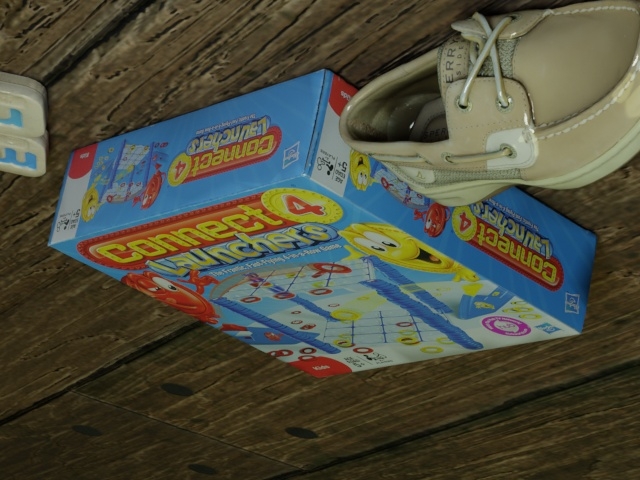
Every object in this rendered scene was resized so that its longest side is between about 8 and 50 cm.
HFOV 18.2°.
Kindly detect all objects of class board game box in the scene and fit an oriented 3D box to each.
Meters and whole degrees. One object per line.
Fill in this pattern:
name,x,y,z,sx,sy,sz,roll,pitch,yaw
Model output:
board game box,0.000,0.000,1.563,0.302,0.086,0.308,28,152,-36

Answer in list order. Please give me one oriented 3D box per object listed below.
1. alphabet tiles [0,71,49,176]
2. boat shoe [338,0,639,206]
alphabet tiles,-0.349,-0.114,1.546,0.284,0.021,0.278,12,155,-1
boat shoe,0.117,-0.093,1.267,0.098,0.109,0.302,21,161,-25
